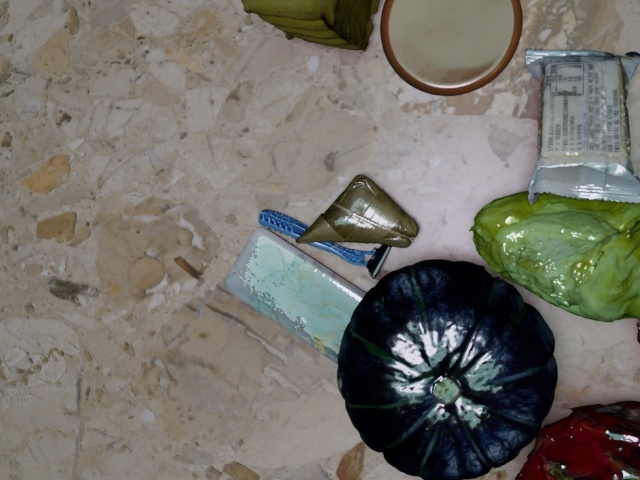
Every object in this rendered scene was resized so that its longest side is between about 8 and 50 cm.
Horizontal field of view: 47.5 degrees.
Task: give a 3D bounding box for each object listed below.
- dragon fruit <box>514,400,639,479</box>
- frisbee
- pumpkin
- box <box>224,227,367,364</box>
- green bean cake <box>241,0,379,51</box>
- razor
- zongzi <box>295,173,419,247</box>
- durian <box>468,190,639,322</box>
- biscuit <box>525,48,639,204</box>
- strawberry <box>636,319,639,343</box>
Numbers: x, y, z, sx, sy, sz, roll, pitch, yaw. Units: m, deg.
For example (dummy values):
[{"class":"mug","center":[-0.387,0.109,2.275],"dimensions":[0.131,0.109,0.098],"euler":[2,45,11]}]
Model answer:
[{"class":"dragon fruit","center":[0.460,0.409,1.136],"dimensions":[0.329,0.329,0.330],"euler":[1,94,13]},{"class":"frisbee","center":[0.228,-0.382,1.285],"dimensions":[0.250,0.021,0.251],"euler":[1,92,12]},{"class":"pumpkin","center":[0.207,0.208,1.205],"dimensions":[0.363,0.266,0.364],"euler":[0,91,10]},{"class":"box","center":[-0.034,0.104,1.365],"dimensions":[0.285,0.044,0.142],"euler":[33,96,8]},{"class":"green bean cake","center":[-0.019,-0.478,1.195],"dimensions":[0.202,0.310,0.285],"euler":[11,92,20]},{"class":"razor","center":[0.000,0.000,1.350],"dimensions":[0.253,0.042,0.082],"euler":[22,56,11]},{"class":"zongzi","center":[0.071,-0.010,1.304],"dimensions":[0.160,0.078,0.176],"euler":[43,87,9]},{"class":"durian","center":[0.411,0.012,1.157],"dimensions":[0.339,0.255,0.205],"euler":[30,114,40]},{"class":"biscuit","center":[0.423,-0.194,1.162],"dimensions":[0.185,0.079,0.309],"euler":[2,55,14]},{"class":"strawberry","center":[0.610,0.218,1.199],"dimensions":[0.228,0.098,0.175],"euler":[27,98,13]}]
